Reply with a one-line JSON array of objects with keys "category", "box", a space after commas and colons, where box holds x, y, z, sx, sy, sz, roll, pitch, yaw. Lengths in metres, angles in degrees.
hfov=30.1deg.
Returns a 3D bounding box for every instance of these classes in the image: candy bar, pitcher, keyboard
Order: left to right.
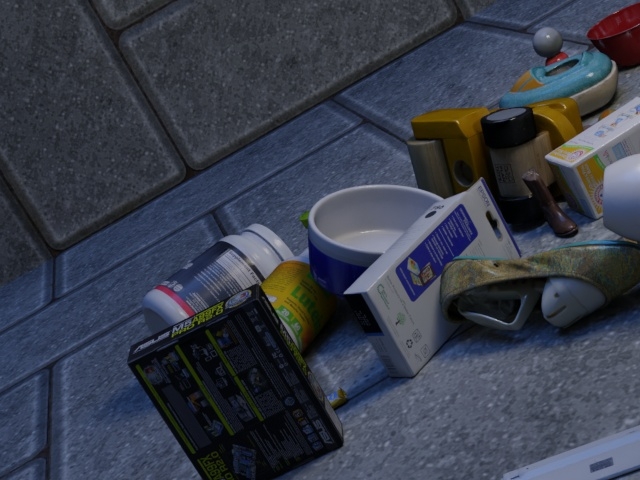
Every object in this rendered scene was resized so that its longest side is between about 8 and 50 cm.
[{"category": "candy bar", "box": [-0.028, 0.278, 1.862, 0.161, 0.018, 0.040, -30, 18, -1]}, {"category": "keyboard", "box": [0.328, 0.258, 1.390, 0.256, 0.014, 0.072, -24, 24, 16]}, {"category": "pitcher", "box": [0.491, -0.038, 1.620, 0.207, 0.125, 0.178, 2, 50, 17]}]

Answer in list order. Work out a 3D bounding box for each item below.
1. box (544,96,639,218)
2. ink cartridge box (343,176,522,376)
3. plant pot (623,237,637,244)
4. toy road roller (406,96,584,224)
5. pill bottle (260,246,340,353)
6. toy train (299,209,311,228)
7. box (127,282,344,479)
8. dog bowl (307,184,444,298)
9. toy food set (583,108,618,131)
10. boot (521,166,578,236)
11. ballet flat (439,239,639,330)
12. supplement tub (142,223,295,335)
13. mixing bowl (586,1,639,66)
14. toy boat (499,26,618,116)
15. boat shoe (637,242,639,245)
[{"category": "box", "box": [0.506, -0.141, 2.030, 0.203, 0.114, 0.103, -32, 19, -6]}, {"category": "ink cartridge box", "box": [0.186, 0.054, 1.905, 0.065, 0.165, 0.332, -8, 27, 51]}, {"category": "plant pot", "box": [0.573, -0.040, 1.790, 0.236, 0.032, 0.236, -27, 18, 10]}, {"category": "toy road roller", "box": [0.347, -0.161, 2.212, 0.240, 0.202, 0.329, -26, 19, -34]}, {"category": "pill bottle", "box": [-0.048, 0.114, 2.142, 0.136, 0.136, 0.246, -14, 24, 39]}, {"category": "toy train", "box": [0.000, 0.000, 2.367, 0.248, 0.143, 0.105, -14, 23, 38]}, {"category": "box", "box": [-0.120, 0.225, 1.734, 0.216, 0.270, 0.060, -27, 19, 9]}, {"category": "dog bowl", "box": [0.109, 0.003, 2.084, 0.265, 0.104, 0.265, 0, 28, 0]}, {"category": "toy food set", "box": [0.539, -0.211, 2.291, 0.192, 0.038, 0.132, -18, 21, 32]}, {"category": "boot", "box": [0.385, -0.067, 2.012, 0.037, 0.114, 0.106, -31, 18, -6]}, {"category": "ballet flat", "box": [0.320, 0.077, 1.747, 0.348, 0.123, 0.123, -6, 29, 41]}, {"category": "supplement tub", "box": [-0.183, 0.111, 2.266, 0.272, 0.191, 0.191, -37, 20, -23]}, {"category": "mixing bowl", "box": [0.686, -0.444, 2.606, 0.181, 0.098, 0.181, -25, 19, 9]}, {"category": "toy boat", "box": [0.501, -0.353, 2.557, 0.267, 0.148, 0.318, -22, 19, 21]}, {"category": "boat shoe", "box": [0.517, -0.028, 1.714, 0.142, 0.049, 0.040, -33, 19, -17]}]
